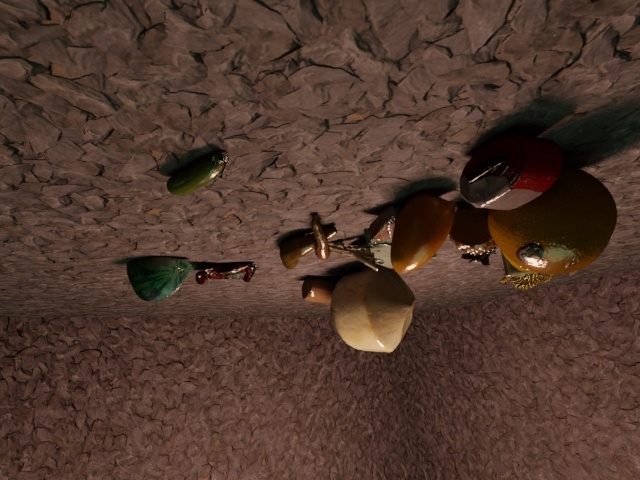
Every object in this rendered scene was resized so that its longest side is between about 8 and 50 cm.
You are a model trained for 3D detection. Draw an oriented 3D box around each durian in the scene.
[{"bbox_3d":[0.863,0.115,1.855,0.138,0.193,0.237,30,130,-30],"label":"durian"}]

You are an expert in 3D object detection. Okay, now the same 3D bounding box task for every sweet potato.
[{"bbox_3d":[-0.072,0.025,1.461,0.109,0.079,0.346,-8,163,-36],"label":"sweet potato"},{"bbox_3d":[0.000,0.000,1.321,0.050,0.050,0.214,-6,145,4],"label":"sweet potato"}]

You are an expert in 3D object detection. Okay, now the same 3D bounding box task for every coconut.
[{"bbox_3d":[0.250,0.311,1.957,0.416,0.414,0.345,-20,179,41],"label":"coconut"}]

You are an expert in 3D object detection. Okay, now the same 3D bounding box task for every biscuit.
[{"bbox_3d":[-0.383,0.135,1.743,0.236,0.063,0.151,-2,164,-18],"label":"biscuit"}]

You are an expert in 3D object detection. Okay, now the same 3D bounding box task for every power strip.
[{"bbox_3d":[0.240,0.029,1.562,0.213,0.064,0.198,19,155,-24],"label":"power strip"}]

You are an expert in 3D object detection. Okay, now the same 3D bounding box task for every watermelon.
[{"bbox_3d":[-0.592,0.143,1.572,0.231,0.146,0.128,-7,163,16],"label":"watermelon"},{"bbox_3d":[0.217,-0.060,1.277,0.187,0.071,0.139,-16,146,-11],"label":"watermelon"}]

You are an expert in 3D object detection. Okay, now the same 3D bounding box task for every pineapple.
[{"bbox_3d":[0.505,-0.002,1.369,0.166,0.165,0.365,-12,161,24],"label":"pineapple"}]

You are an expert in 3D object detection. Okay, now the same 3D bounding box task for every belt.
[{"bbox_3d":[0.390,-0.144,0.922,0.124,0.127,0.201,3,158,-21],"label":"belt"}]

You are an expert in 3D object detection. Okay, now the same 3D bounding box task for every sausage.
[{"bbox_3d":[0.018,0.247,2.127,0.253,0.123,0.123,11,157,-38],"label":"sausage"}]

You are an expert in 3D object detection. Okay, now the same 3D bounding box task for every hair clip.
[{"bbox_3d":[0.122,0.045,1.518,0.214,0.056,0.062,23,143,25],"label":"hair clip"}]

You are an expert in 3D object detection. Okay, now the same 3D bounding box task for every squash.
[{"bbox_3d":[-0.260,-0.137,0.913,0.184,0.052,0.052,-20,158,32],"label":"squash"}]

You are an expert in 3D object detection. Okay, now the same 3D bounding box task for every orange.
[{"bbox_3d":[0.552,-0.052,1.048,0.275,0.274,0.274,-4,163,-1],"label":"orange"}]

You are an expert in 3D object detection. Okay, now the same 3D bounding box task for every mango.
[{"bbox_3d":[0.269,-0.017,1.195,0.126,0.154,0.252,15,114,-31],"label":"mango"}]

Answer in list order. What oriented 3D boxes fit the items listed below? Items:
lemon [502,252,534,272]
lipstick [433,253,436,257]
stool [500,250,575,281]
[{"bbox_3d":[0.674,0.003,1.360,0.204,0.204,0.260,-13,178,25],"label":"lemon"},{"bbox_3d":[0.469,0.066,1.817,0.025,0.025,0.107,-7,169,7],"label":"lipstick"},{"bbox_3d":[0.818,0.058,1.639,0.244,0.170,0.270,-10,162,22],"label":"stool"}]
